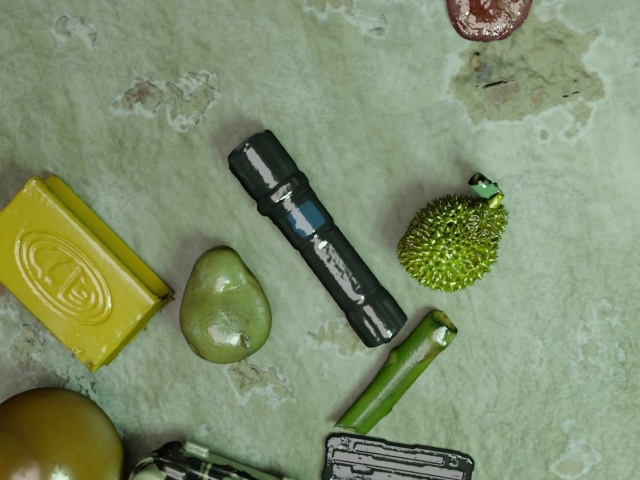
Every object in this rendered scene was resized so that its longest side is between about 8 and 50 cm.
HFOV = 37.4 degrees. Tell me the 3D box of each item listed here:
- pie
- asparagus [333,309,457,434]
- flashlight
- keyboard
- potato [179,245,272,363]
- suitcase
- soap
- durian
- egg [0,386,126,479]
[{"bbox_3d":[0.274,-0.398,1.537,0.153,0.038,0.154,1,98,10],"label":"pie"},{"bbox_3d":[0.128,0.236,1.617,0.067,0.060,0.278,36,101,-5],"label":"asparagus"},{"bbox_3d":[0.000,0.000,1.605,0.103,0.103,0.424,-38,90,12],"label":"flashlight"},{"bbox_3d":[0.134,0.401,1.654,0.262,0.016,0.106,7,97,9],"label":"keyboard"},{"bbox_3d":[-0.166,0.107,1.612,0.157,0.157,0.194,-6,96,11],"label":"potato"},{"bbox_3d":[-0.187,0.542,1.641,0.351,0.194,0.339,19,105,6],"label":"suitcase"},{"bbox_3d":[-0.441,0.060,1.683,0.324,0.096,0.204,43,101,3],"label":"soap"},{"bbox_3d":[0.218,0.000,1.533,0.198,0.159,0.146,-41,99,-21],"label":"durian"},{"bbox_3d":[-0.480,0.424,1.633,0.282,0.282,0.351,13,108,9],"label":"egg"}]
